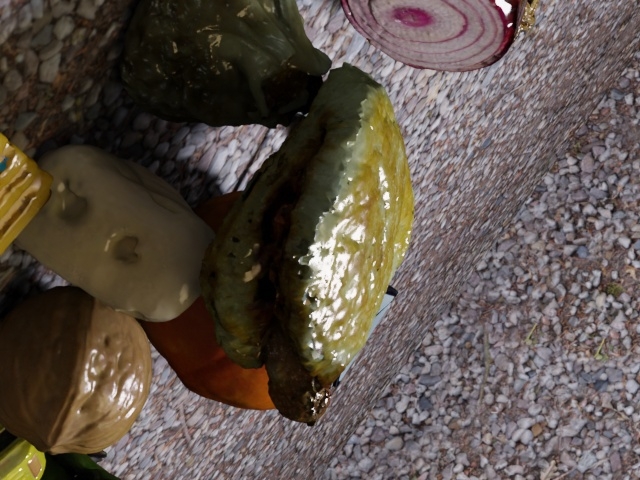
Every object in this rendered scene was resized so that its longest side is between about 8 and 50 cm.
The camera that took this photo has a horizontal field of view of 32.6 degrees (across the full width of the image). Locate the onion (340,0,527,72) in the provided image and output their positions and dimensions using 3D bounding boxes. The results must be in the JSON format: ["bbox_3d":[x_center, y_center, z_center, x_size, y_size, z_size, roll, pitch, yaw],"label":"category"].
[{"bbox_3d":[0.185,-0.418,1.594,0.260,0.281,0.337,-69,154,-17],"label":"onion"}]

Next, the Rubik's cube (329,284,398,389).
[{"bbox_3d":[-0.043,0.112,1.963,0.248,0.246,0.250,-56,162,4],"label":"Rubik's cube"}]

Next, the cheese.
[{"bbox_3d":[-0.239,0.002,1.414,0.174,0.251,0.248,-61,172,3],"label":"cheese"}]

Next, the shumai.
[{"bbox_3d":[-0.103,-0.231,1.349,0.256,0.218,0.189,-63,167,24],"label":"shumai"}]

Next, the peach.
[{"bbox_3d":[-0.111,0.103,1.676,0.301,0.343,0.343,-44,158,-13],"label":"peach"}]

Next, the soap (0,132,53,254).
[{"bbox_3d":[-0.435,0.012,1.137,0.324,0.096,0.204,-50,168,-8],"label":"soap"}]

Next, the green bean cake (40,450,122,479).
[{"bbox_3d":[-0.358,0.466,1.743,0.218,0.319,0.335,-50,160,-12],"label":"green bean cake"}]

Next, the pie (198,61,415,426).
[{"bbox_3d":[0.008,-0.025,1.401,0.395,0.180,0.418,83,30,-49],"label":"pie"}]

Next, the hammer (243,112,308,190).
[{"bbox_3d":[-0.083,-0.120,1.776,0.246,0.103,0.029,-45,-165,16],"label":"hammer"}]

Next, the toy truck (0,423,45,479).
[{"bbox_3d":[-0.497,0.348,1.482,0.272,0.157,0.124,-43,158,-25],"label":"toy truck"}]

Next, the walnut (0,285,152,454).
[{"bbox_3d":[-0.336,0.177,1.466,0.228,0.228,0.228,-44,158,-24],"label":"walnut"}]

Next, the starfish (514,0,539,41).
[{"bbox_3d":[0.399,-0.482,2.243,0.146,0.074,0.190,-47,158,-3],"label":"starfish"}]

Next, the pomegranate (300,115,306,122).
[{"bbox_3d":[0.038,-0.182,1.820,0.122,0.161,0.122,-34,134,-44],"label":"pomegranate"}]
